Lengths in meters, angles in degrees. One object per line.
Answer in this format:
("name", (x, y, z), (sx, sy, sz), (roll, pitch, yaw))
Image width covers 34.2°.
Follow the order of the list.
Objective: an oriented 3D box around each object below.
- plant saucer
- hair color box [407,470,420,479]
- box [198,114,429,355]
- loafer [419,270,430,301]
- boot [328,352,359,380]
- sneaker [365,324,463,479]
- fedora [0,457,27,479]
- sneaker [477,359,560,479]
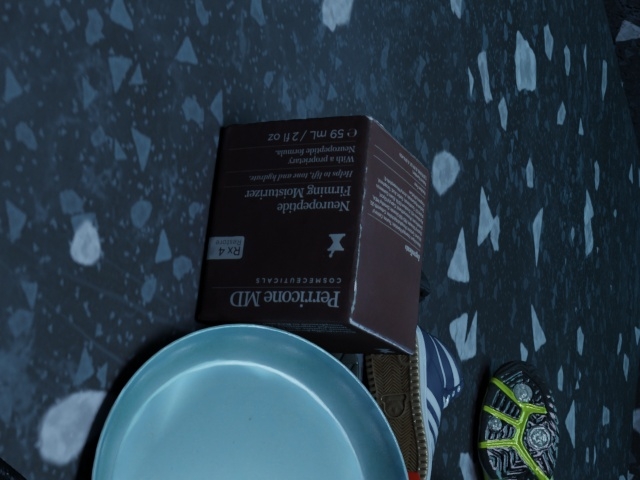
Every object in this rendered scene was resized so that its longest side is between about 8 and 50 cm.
("plant saucer", (-0.057, 0.231, 0.916), (0.317, 0.044, 0.317), (15, 60, -29))
("hair color box", (0.074, 0.346, 1.252), (0.043, 0.072, 0.141), (-89, -173, -74))
("box", (0.000, 0.000, 1.049), (0.167, 0.168, 0.203), (33, 59, -60))
("loafer", (0.061, 0.027, 1.299), (0.223, 0.076, 0.078), (28, 28, -53))
("boot", (0.006, 0.249, 1.184), (0.161, 0.083, 0.246), (53, 44, -65))
("sneaker", (0.122, 0.246, 1.372), (0.153, 0.099, 0.282), (26, 63, -59))
("fedora", (-0.195, 0.260, 0.621), (0.152, 0.334, 0.334), (-41, 135, -12))
("sneaker", (0.330, 0.400, 1.792), (0.147, 0.145, 0.385), (120, -29, -80))
